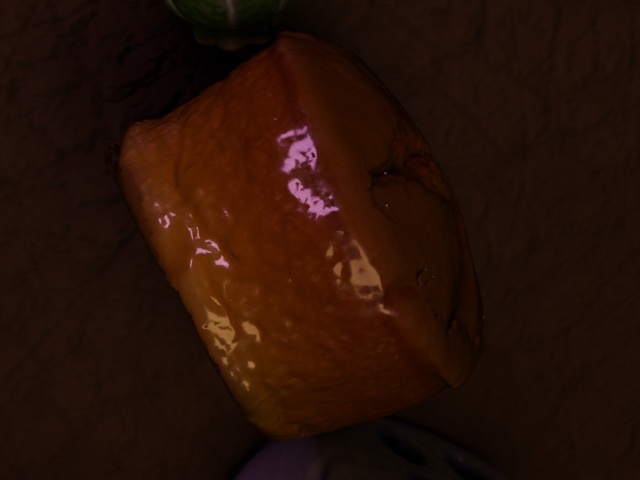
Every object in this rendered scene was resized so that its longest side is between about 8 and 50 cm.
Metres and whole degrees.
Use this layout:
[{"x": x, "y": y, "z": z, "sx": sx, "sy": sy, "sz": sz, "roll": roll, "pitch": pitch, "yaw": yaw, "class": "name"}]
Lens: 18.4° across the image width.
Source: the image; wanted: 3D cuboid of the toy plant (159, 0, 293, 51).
[{"x": -0.052, "y": -0.169, "z": 0.954, "sx": 0.093, "sy": 0.093, "sz": 0.162, "roll": -17, "pitch": 126, "yaw": -13, "class": "toy plant"}]

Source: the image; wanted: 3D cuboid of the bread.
[{"x": 0.000, "y": 0.000, "z": 0.991, "sx": 0.143, "sy": 0.195, "sz": 0.270, "roll": -26, "pitch": 170, "yaw": 4, "class": "bread"}]

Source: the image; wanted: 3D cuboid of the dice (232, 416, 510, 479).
[{"x": 0.040, "y": 0.230, "z": 1.175, "sx": 0.194, "sy": 0.193, "sz": 0.192, "roll": 25, "pitch": 108, "yaw": -32, "class": "dice"}]
